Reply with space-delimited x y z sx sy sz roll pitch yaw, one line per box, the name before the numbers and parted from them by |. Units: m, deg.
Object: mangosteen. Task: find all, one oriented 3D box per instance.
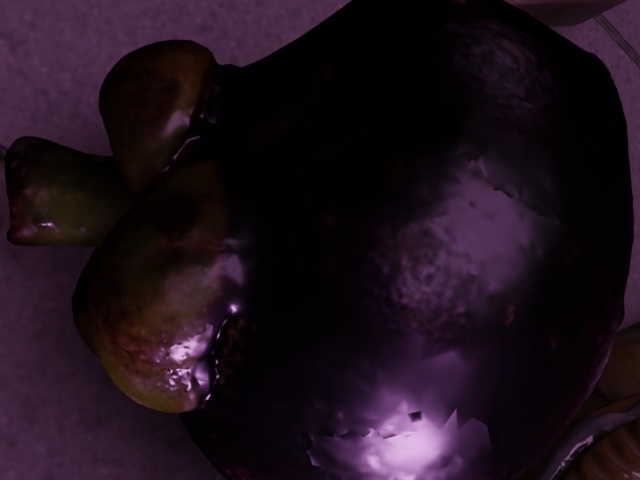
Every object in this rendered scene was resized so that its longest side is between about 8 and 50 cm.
mangosteen | 0.003 0.003 0.496 0.287 0.288 0.233 -59 148 -30

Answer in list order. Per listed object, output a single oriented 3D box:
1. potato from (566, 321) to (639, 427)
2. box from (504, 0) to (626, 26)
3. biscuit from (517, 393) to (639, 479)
potato | 0.298 0.107 0.748 0.269 0.112 0.255 53 54 -14
box | 0.143 -0.261 0.764 0.141 0.058 0.201 -14 85 -37
biscuit | 0.218 0.202 0.550 0.259 0.079 0.259 3 64 -6
